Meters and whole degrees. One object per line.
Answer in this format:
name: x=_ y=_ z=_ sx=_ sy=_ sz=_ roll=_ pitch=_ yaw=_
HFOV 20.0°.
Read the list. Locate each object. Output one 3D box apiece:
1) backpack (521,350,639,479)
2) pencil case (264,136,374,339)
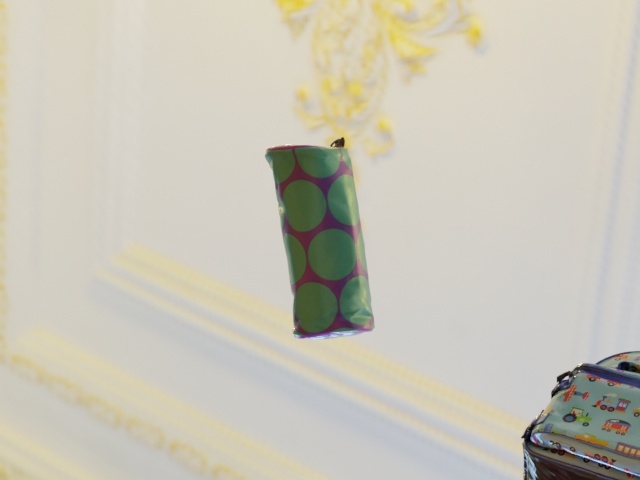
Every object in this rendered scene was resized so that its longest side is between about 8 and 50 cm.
backpack: x=0.265 y=0.157 z=1.498 sx=0.158 sy=0.173 sz=0.117 roll=17 pitch=-46 yaw=31
pencil case: x=0.000 y=0.000 z=1.380 sx=0.070 sy=0.064 sz=0.151 roll=176 pitch=-95 yaw=-66
